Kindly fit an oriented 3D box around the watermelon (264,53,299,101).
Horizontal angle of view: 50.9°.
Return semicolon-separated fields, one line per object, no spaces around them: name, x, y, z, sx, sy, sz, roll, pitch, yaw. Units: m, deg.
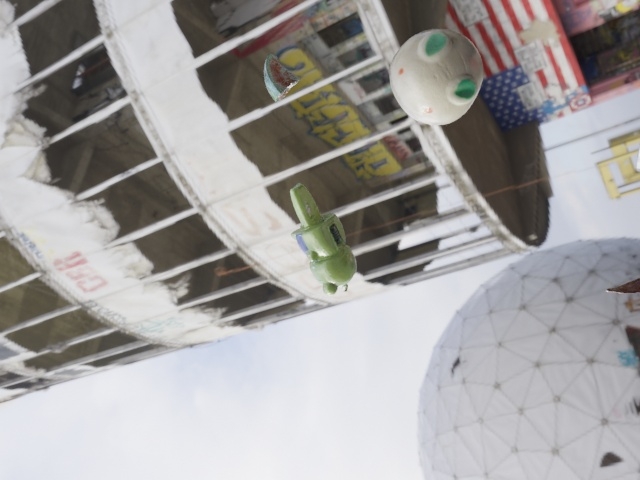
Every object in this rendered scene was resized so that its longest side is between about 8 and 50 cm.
watermelon;-0.067;-0.283;1.164;0.085;0.061;0.085;-7;-90;-89

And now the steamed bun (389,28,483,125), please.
steamed bun;0.228;-0.313;1.262;0.177;0.131;0.228;58;-140;-4

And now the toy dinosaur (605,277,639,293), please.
toy dinosaur;0.770;-0.024;1.465;0.113;0.327;0.206;27;-135;-4

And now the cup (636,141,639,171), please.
cup;0.675;-0.144;1.029;0.237;0.327;0.322;-11;-65;-60

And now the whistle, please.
whistle;0.000;0.000;1.261;0.105;0.085;0.227;-43;-69;-46
